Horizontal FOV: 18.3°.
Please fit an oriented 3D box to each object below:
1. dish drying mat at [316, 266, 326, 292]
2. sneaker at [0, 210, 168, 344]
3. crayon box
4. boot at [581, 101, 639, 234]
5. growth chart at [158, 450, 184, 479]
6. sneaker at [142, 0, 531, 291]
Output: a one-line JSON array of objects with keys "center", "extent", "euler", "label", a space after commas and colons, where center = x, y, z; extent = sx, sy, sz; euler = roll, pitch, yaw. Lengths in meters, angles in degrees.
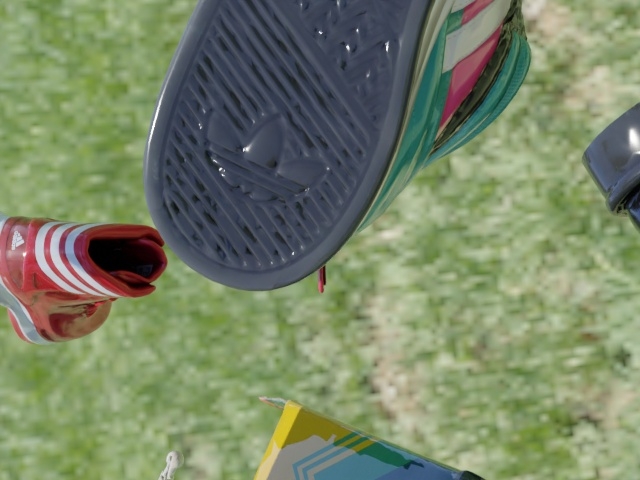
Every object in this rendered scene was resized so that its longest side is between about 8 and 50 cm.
[{"center": [0.000, 0.000, 1.570], "extent": [0.032, 0.008, 0.083], "euler": [-98, 4, -51], "label": "dish drying mat"}, {"center": [-0.168, 0.037, 1.497], "extent": [0.221, 0.128, 0.087], "euler": [36, -120, -73], "label": "sneaker"}, {"center": [0.085, 0.188, 1.263], "extent": [0.081, 0.202, 0.318], "euler": [-66, 21, -5], "label": "crayon box"}, {"center": [0.327, 0.022, 1.109], "extent": [0.260, 0.348, 0.131], "euler": [62, 148, 19], "label": "boot"}, {"center": [-0.167, 0.286, 1.700], "extent": [0.237, 0.021, 0.172], "euler": [-75, 10, -70], "label": "growth chart"}, {"center": [0.044, -0.127, 0.739], "extent": [0.295, 0.124, 0.178], "euler": [-60, -3, 14], "label": "sneaker"}]
